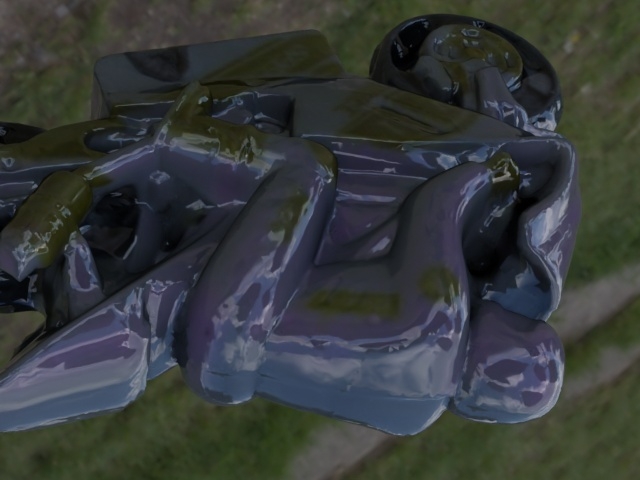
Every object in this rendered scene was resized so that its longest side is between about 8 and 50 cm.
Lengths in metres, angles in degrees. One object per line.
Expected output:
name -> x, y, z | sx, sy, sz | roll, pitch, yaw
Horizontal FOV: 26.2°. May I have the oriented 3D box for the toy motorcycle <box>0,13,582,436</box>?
toy motorcycle -> 0.000, 0.000, 0.391 | 0.225, 0.152, 0.073 | -17, 142, -27
